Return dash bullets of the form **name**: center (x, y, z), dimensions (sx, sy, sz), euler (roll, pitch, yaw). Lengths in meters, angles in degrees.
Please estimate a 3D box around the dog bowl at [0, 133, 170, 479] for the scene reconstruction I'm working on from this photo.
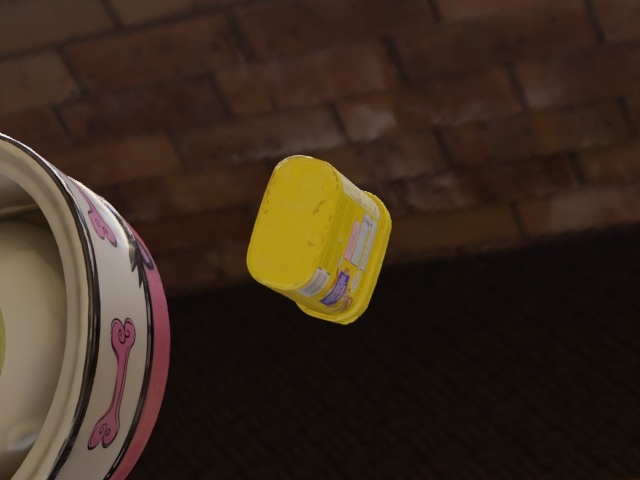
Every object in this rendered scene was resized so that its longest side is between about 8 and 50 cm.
- **dog bowl**: center (-0.316, 0.108, 1.565), dimensions (0.408, 0.150, 0.408), euler (-9, 75, 34)

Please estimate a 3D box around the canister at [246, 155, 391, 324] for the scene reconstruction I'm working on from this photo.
- **canister**: center (0.000, 0.000, 1.477), dimensions (0.073, 0.170, 0.126), euler (15, 83, 19)

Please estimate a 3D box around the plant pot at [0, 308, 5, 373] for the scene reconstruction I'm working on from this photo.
- **plant pot**: center (-0.185, 0.041, 0.681), dimensions (0.083, 0.083, 0.079), euler (-44, 24, -26)
